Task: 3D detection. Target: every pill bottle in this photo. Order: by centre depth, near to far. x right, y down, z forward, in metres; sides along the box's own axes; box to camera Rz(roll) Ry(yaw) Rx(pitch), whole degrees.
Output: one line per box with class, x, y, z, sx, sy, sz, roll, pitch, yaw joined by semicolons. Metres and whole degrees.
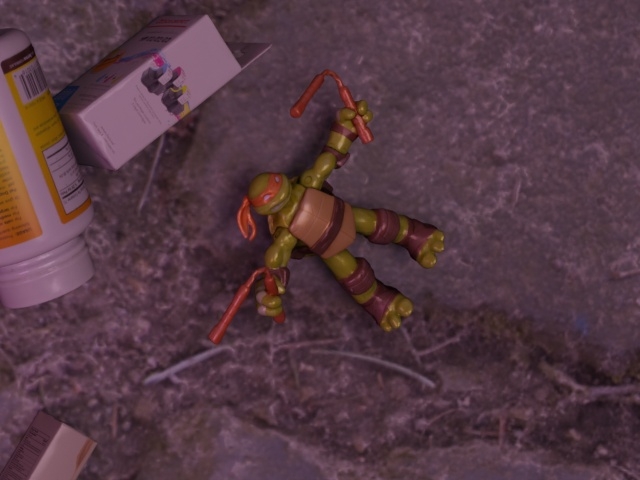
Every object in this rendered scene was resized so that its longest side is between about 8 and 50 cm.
pill bottle;-0.260;-0.057;1.484;0.117;0.117;0.215;-26;107;-23

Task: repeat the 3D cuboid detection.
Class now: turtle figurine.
turtle figurine;0.000;0.000;1.647;0.217;0.087;0.269;32;72;-35

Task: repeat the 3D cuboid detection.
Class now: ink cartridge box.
ink cartridge box;-0.141;-0.139;1.544;0.181;0.104;0.061;-40;113;-19

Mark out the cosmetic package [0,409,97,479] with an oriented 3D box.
cosmetic package;-0.246;0.209;1.556;0.041;0.060;0.115;36;81;-28
